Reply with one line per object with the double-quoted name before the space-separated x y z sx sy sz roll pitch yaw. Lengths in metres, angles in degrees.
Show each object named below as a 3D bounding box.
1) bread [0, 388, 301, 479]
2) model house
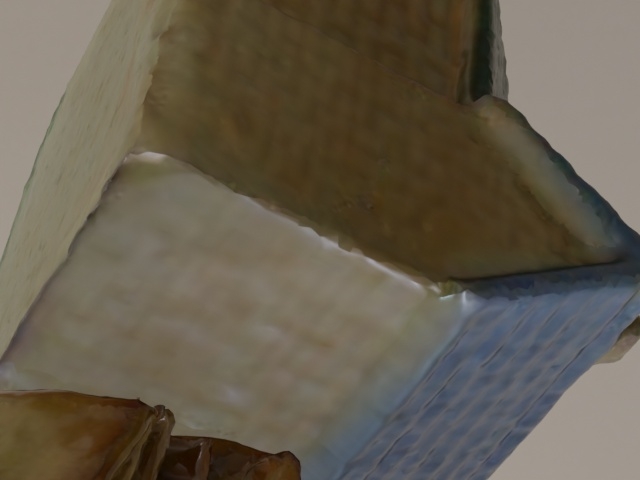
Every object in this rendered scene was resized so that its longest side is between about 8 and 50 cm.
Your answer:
"bread" -0.171 0.162 0.723 0.167 0.324 0.277 83 -160 -48
"model house" 0.000 0.000 1.140 0.334 0.342 0.382 -55 18 39
